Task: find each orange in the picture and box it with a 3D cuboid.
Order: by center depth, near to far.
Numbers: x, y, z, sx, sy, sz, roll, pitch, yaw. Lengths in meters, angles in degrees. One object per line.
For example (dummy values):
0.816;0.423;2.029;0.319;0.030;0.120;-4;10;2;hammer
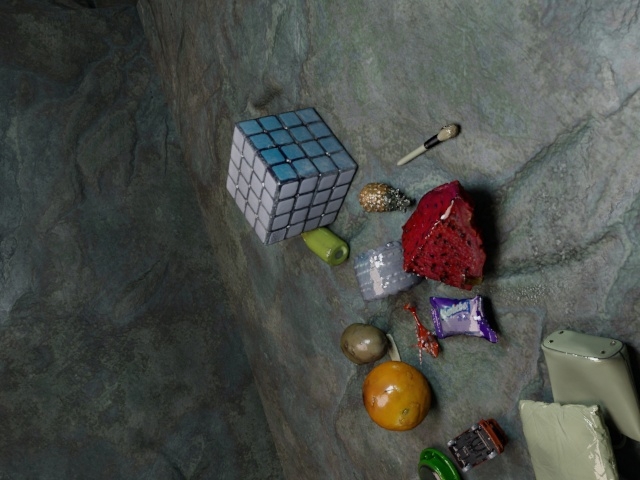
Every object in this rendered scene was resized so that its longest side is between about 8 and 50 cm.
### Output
0.268;0.551;1.962;0.246;0.246;0.246;35;134;46;orange

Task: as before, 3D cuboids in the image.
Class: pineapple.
0.218;-0.131;1.804;0.197;0.108;0.108;18;122;47;pineapple

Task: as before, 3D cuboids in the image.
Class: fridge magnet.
0.430;0.857;2.008;0.208;0.088;0.208;35;134;46;fridge magnet

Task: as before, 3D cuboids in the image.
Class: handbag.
0.663;0.384;1.351;0.241;0.109;0.316;6;115;59;handbag

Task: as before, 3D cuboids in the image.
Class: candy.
0.428;0.238;1.689;0.275;0.070;0.145;-15;87;64;candy

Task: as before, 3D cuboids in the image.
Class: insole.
0.287;0.445;2.094;0.063;0.010;0.192;-27;82;60;insole

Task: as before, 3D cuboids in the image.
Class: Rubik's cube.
-0.120;-0.241;2.062;0.345;0.337;0.344;53;146;26;Rubik's cube

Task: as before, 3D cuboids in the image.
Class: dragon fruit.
0.344;-0.013;1.524;0.302;0.240;0.330;36;146;18;dragon fruit

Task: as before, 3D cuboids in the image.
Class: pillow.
0.632;0.542;1.393;0.280;0.076;0.275;147;114;-66;pillow

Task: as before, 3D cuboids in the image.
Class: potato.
0.163;0.392;2.125;0.165;0.164;0.262;66;160;9;potato

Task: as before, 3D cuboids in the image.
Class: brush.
0.304;-0.276;1.637;0.299;0.042;0.039;-25;87;61;brush

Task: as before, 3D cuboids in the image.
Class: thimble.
0.217;0.099;1.842;0.236;0.204;0.172;108;145;-82;thimble

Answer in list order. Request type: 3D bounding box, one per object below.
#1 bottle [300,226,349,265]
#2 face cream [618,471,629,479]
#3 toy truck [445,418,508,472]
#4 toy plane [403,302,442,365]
0.000;0.000;2.220;0.260;0.112;0.112;38;136;44;bottle
0.745;0.625;1.372;0.229;0.075;0.075;39;137;44;face cream
0.501;0.638;1.746;0.108;0.114;0.253;58;149;24;toy truck
0.341;0.310;1.873;0.194;0.077;0.126;56;144;39;toy plane
